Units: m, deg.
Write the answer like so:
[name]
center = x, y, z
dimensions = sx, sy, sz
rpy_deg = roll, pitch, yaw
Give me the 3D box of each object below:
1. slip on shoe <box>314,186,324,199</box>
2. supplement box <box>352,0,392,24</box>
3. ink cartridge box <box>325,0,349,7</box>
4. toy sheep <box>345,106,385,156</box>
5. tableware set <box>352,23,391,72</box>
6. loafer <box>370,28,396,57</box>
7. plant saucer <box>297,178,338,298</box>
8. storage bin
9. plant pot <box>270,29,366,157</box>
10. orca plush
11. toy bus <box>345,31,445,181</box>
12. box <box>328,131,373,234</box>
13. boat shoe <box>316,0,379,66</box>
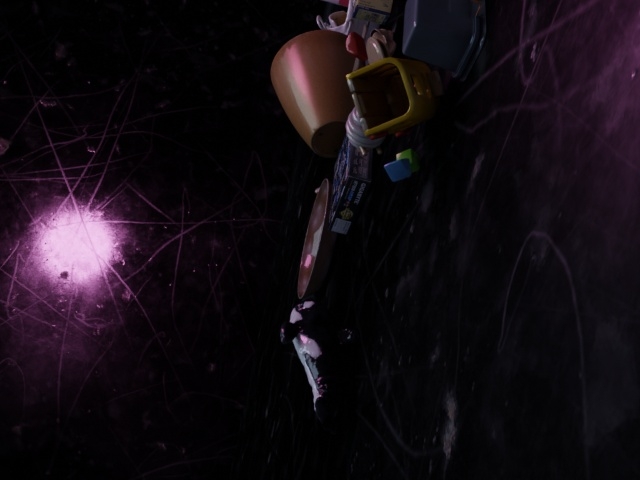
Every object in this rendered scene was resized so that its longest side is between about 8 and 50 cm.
[slip on shoe]
center = 0.014, -0.131, 2.050
dimensions = 0.041, 0.051, 0.135
rpy_deg = -38, -2, -2
[supplement box]
center = 0.125, -0.564, 1.755
dimensions = 0.056, 0.083, 0.083
rpy_deg = 144, 137, -81
[ink cartridge box]
center = -0.030, -0.821, 2.196
dimensions = 0.279, 0.385, 0.160
rpy_deg = -91, 16, -61
[toy sheep]
center = 0.091, -0.219, 1.434
dimensions = 0.132, 0.091, 0.091
rpy_deg = 103, 175, -50
[tableware set]
center = 0.118, -0.345, 1.536
dimensions = 0.194, 0.039, 0.128
rpy_deg = 105, 143, -69
[loafer]
center = 0.129, -0.412, 1.594
dimensions = 0.148, 0.050, 0.056
rpy_deg = -89, 14, -58
[plant saucer]
center = 0.000, 0.000, 1.883
dimensions = 0.310, 0.050, 0.310
rpy_deg = -167, 90, -83
[storage bin]
center = 0.162, -0.292, 0.987
dimensions = 0.098, 0.091, 0.135
rpy_deg = 113, 167, -54
[plant pot]
center = 0.014, -0.327, 1.769
dimensions = 0.237, 0.237, 0.254
rpy_deg = 110, 156, -46
[orca plush]
center = 0.014, 0.183, 1.276
dimensions = 0.102, 0.151, 0.287
rpy_deg = -41, 17, 17
[toy bus]
center = 0.123, -0.209, 1.077
dimensions = 0.104, 0.191, 0.202
rpy_deg = -18, 47, 29
[box]
center = 0.067, -0.149, 1.615
dimensions = 0.175, 0.051, 0.220
rpy_deg = 111, 169, -48
[boat shoe]
center = 0.063, -0.539, 1.897
dimensions = 0.135, 0.157, 0.367
rpy_deg = -86, 12, -51
